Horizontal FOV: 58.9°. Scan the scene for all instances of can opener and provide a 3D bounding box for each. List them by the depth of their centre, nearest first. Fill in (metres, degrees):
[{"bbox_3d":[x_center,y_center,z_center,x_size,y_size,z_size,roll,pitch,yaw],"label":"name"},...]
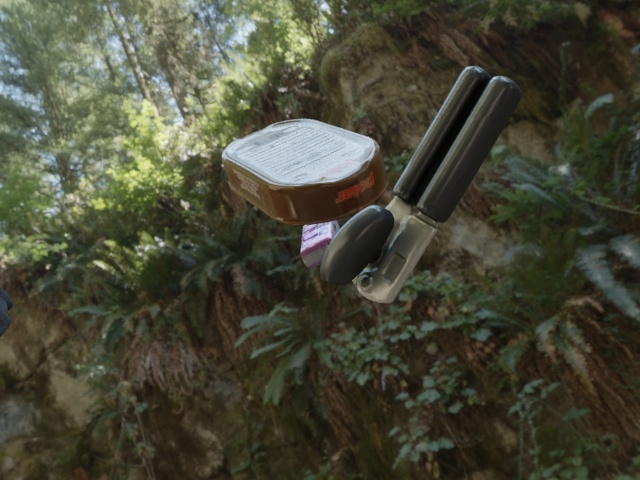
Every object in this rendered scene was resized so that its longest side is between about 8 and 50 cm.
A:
[{"bbox_3d":[0.108,-0.055,0.603,0.093,0.074,0.280,23,-77,-50],"label":"can opener"}]

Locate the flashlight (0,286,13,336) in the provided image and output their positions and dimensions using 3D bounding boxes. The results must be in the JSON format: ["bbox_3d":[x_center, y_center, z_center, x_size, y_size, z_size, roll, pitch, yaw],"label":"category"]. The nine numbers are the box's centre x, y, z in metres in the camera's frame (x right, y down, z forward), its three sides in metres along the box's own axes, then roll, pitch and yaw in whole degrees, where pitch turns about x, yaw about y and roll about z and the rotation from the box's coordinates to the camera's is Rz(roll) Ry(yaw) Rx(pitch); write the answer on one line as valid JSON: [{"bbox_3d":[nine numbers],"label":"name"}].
[{"bbox_3d":[-0.319,-0.041,0.353,0.103,0.103,0.304,-34,-56,-11],"label":"flashlight"}]

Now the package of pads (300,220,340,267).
[{"bbox_3d":[0.000,0.000,0.760,0.050,0.083,0.032,-24,-66,12],"label":"package of pads"}]

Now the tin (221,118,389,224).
[{"bbox_3d":[-0.020,-0.067,0.501,0.106,0.190,0.040,-31,-57,-18],"label":"tin"}]
